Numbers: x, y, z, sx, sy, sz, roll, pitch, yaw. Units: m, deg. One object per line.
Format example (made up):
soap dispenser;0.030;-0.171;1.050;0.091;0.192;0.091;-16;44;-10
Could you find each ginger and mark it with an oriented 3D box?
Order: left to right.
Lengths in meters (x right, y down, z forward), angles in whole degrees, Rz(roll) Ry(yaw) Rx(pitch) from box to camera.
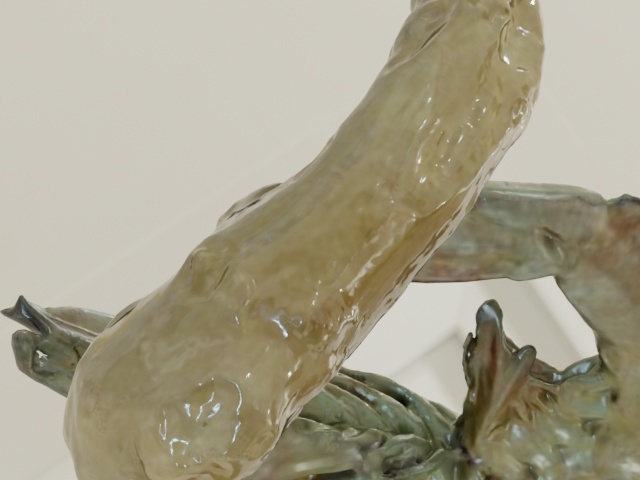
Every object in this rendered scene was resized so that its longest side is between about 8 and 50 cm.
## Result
ginger;0.002;-0.001;0.462;0.051;0.173;0.069;45;-8;-14

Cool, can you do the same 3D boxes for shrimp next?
shrimp;0.039;0.058;0.859;0.085;0.360;0.247;-93;-159;-48
